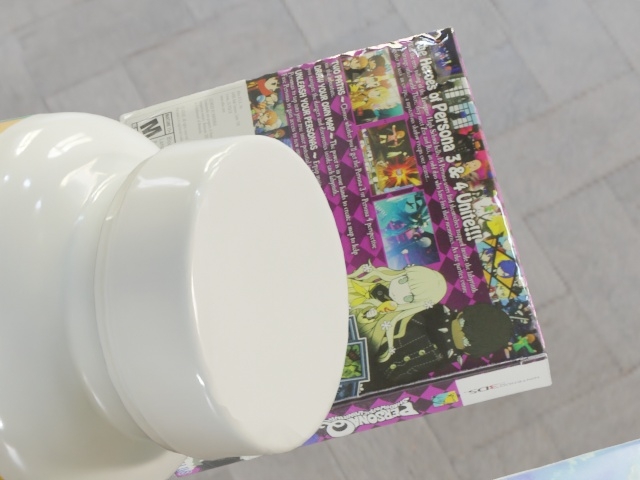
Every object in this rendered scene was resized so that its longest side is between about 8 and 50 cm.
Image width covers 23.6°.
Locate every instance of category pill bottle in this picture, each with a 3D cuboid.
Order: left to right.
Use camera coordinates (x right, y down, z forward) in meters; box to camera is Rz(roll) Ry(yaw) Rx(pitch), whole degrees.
[{"bbox_3d":[-0.103,0.024,0.461,0.208,0.117,0.118,-6,61,29],"label":"pill bottle"}]

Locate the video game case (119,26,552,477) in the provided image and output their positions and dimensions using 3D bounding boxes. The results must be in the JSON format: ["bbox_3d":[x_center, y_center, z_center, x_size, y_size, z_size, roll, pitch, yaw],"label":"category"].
[{"bbox_3d":[0.000,0.000,0.858,0.210,0.042,0.232,-15,56,5],"label":"video game case"}]

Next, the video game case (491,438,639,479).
[{"bbox_3d":[0.191,0.194,0.611,0.244,0.061,0.269,-12,49,-20],"label":"video game case"}]
